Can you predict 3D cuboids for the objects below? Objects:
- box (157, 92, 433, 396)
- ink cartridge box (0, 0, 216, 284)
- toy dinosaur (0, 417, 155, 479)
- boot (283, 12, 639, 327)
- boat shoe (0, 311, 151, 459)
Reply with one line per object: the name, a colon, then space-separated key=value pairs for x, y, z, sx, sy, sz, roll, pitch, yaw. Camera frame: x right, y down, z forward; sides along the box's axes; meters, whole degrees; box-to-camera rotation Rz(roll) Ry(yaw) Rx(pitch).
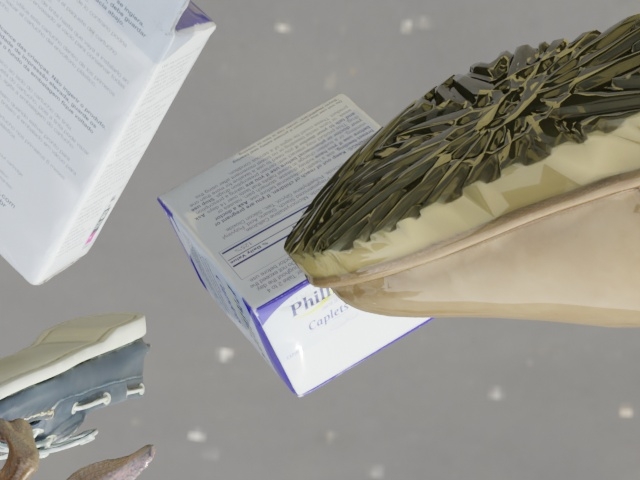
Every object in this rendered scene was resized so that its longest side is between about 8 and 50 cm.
box: x=0.000 y=0.000 z=1.030 sx=0.126 sy=0.137 sz=0.072 roll=-30 pitch=127 yaw=-10
ink cartridge box: x=-0.224 y=-0.184 z=1.210 sx=0.324 sy=0.071 sz=0.330 roll=44 pitch=131 yaw=9
toy dinosaur: x=-0.226 y=0.196 z=1.013 sx=0.296 sy=0.200 sz=0.127 roll=-11 pitch=163 yaw=-9
boot: x=0.139 y=0.061 z=0.571 sx=0.269 sy=0.089 sz=0.236 roll=51 pitch=146 yaw=-17
boat shoe: x=-0.205 y=0.116 z=1.369 sx=0.095 sy=0.079 sz=0.254 roll=-5 pitch=-170 yaw=22
